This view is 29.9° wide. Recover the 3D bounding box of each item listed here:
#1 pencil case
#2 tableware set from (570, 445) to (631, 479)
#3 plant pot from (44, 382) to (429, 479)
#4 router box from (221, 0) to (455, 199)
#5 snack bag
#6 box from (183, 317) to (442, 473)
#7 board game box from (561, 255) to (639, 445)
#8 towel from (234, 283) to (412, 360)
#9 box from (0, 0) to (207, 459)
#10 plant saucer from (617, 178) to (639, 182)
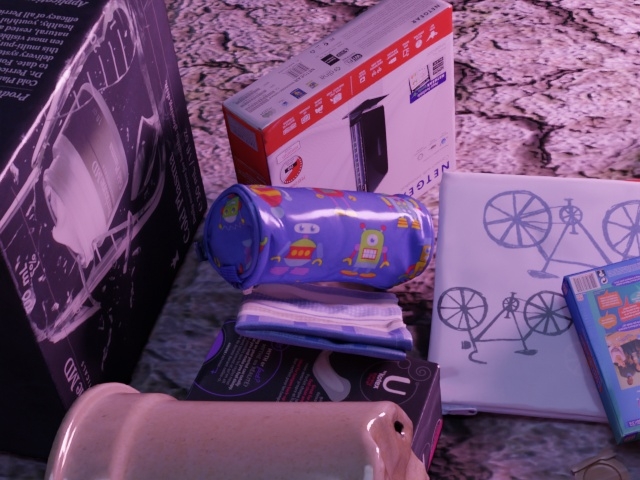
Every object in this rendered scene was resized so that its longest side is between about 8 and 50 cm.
[{"bbox_3d":[0.000,0.000,1.502,0.306,0.133,0.119,1,8,-38],"label":"pencil case"},{"bbox_3d":[0.372,0.299,1.362,0.141,0.020,0.168,-10,46,-3],"label":"tableware set"},{"bbox_3d":[-0.056,0.284,1.176,0.306,0.333,0.333,-10,45,15],"label":"plant pot"},{"bbox_3d":[0.040,-0.137,1.623,0.335,0.301,0.082,-37,52,-24],"label":"router box"},{"bbox_3d":[0.302,0.072,1.518,0.323,0.037,0.342,4,67,8],"label":"snack bag"},{"bbox_3d":[-0.008,0.218,1.402,0.270,0.143,0.165,11,49,18],"label":"box"},{"bbox_3d":[0.399,0.123,1.438,0.160,0.047,0.210,-14,65,0],"label":"board game box"},{"bbox_3d":[0.005,0.089,1.463,0.209,0.034,0.285,8,7,0],"label":"towel"},{"bbox_3d":[-0.376,-0.062,1.482,0.298,0.479,0.471,9,49,14],"label":"box"},{"bbox_3d":[0.355,0.008,1.621,0.259,0.047,0.258,-3,47,4],"label":"plant saucer"}]
